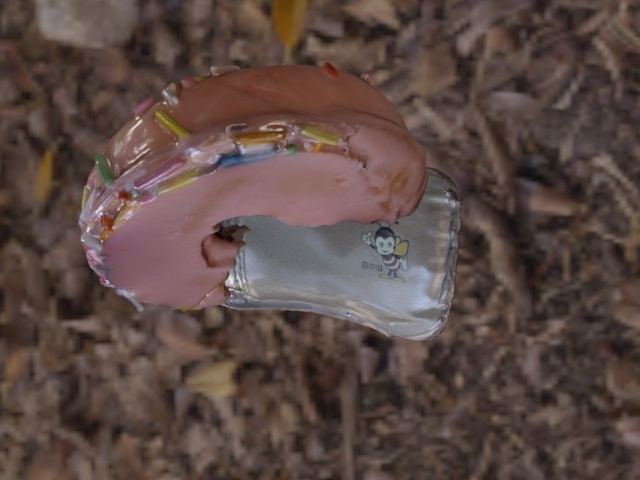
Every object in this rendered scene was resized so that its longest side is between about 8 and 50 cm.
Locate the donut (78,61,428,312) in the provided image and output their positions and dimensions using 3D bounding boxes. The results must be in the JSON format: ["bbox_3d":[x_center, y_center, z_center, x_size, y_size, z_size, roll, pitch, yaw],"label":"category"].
[{"bbox_3d":[-0.054,-0.041,1.151,0.233,0.199,0.085,-23,64,15],"label":"donut"}]

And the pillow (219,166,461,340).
[{"bbox_3d":[0.000,0.000,1.309,0.232,0.038,0.131,11,103,33],"label":"pillow"}]
